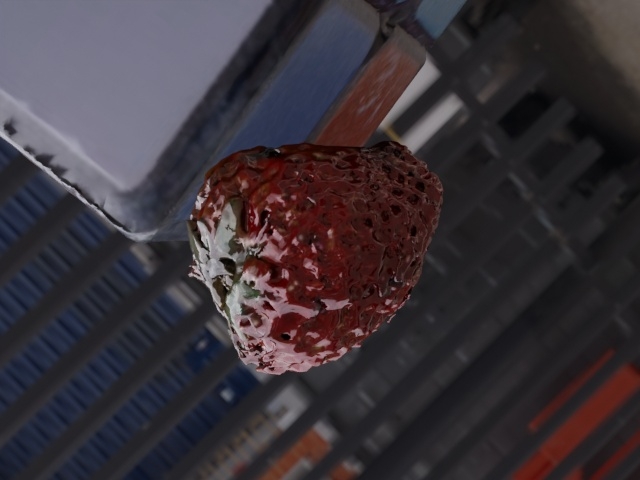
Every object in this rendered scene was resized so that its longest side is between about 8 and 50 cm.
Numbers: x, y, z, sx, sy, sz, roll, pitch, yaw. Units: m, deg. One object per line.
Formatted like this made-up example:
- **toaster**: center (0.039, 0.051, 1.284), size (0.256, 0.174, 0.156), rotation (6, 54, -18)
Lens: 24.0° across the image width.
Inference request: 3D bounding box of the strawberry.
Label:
- **strawberry**: center (0.000, 0.000, 0.529), size (0.083, 0.096, 0.083), rotation (48, 162, 22)

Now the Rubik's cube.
- **Rubik's cube**: center (-0.079, -0.207, 0.815), size (0.313, 0.316, 0.318), rotation (38, -172, 8)
